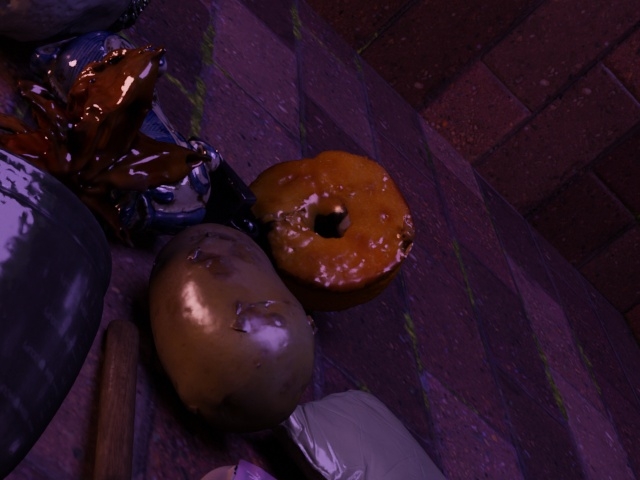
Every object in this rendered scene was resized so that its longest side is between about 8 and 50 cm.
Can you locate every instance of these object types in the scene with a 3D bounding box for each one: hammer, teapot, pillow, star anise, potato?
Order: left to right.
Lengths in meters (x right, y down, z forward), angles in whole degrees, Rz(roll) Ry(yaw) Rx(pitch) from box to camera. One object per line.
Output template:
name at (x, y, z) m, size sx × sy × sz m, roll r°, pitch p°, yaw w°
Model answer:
teapot at (-0.263, 0.053, 0.687) m, size 0.240 × 0.321 × 0.239 m, roll 12°, pitch 52°, yaw -7°
star anise at (-0.277, -0.119, 1.155) m, size 0.346 × 0.237 × 0.148 m, roll 19°, pitch 14°, yaw -13°
hammer at (-0.179, 0.172, 0.995) m, size 0.111 × 0.043 × 0.365 m, roll 19°, pitch 23°, yaw -16°
teapot at (-0.141, -0.064, 1.507) m, size 0.177 × 0.087 × 0.096 m, roll 49°, pitch 16°, yaw 17°
potato at (-0.104, 0.086, 1.201) m, size 0.165 × 0.165 × 0.262 m, roll 29°, pitch 20°, yaw -47°
pillow at (0.074, 0.291, 1.296) m, size 0.280 × 0.076 × 0.274 m, roll 49°, pitch 15°, yaw 16°

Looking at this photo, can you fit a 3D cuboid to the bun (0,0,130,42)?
bun at (-0.399, -0.382, 1.386) m, size 0.354 × 0.194 × 0.354 m, roll 42°, pitch 21°, yaw -20°

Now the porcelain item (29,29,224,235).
porcelain item at (-0.250, -0.124, 1.345) m, size 0.186 × 0.138 × 0.288 m, roll -13°, pitch 67°, yaw -51°

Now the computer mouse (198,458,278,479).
computer mouse at (-0.066, 0.312, 0.943) m, size 0.158 × 0.072 × 0.310 m, roll 42°, pitch 21°, yaw -12°

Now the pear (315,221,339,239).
pear at (0.000, 0.000, 1.692) m, size 0.141 × 0.104 × 0.141 m, roll 46°, pitch 14°, yaw -15°

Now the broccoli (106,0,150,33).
broccoli at (-0.374, -0.439, 1.701) m, size 0.165 × 0.145 × 0.304 m, roll -29°, pitch 63°, yaw -33°

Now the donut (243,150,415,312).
donut at (0.010, -0.017, 1.562) m, size 0.253 × 0.254 × 0.118 m, roll 59°, pitch -20°, yaw 29°
